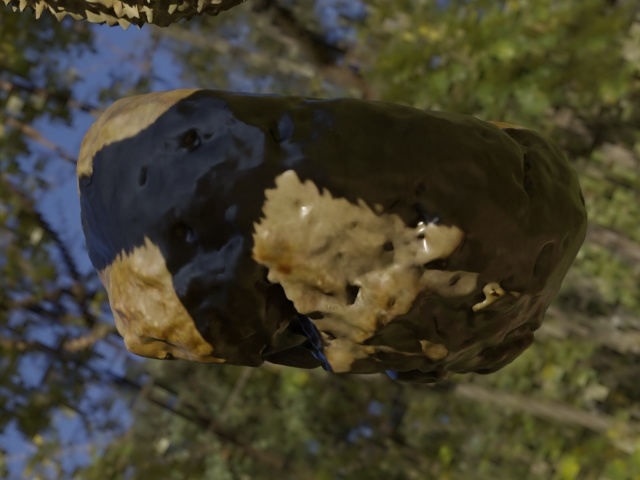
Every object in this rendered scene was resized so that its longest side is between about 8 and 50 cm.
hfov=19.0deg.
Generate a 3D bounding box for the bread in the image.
[{"bbox_3d":[0.000,0.000,0.846,0.230,0.230,0.123,4,-87,-68],"label":"bread"}]

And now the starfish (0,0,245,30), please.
[{"bbox_3d":[-0.174,-0.123,0.624,0.113,0.303,0.312,-76,-32,-56],"label":"starfish"}]
